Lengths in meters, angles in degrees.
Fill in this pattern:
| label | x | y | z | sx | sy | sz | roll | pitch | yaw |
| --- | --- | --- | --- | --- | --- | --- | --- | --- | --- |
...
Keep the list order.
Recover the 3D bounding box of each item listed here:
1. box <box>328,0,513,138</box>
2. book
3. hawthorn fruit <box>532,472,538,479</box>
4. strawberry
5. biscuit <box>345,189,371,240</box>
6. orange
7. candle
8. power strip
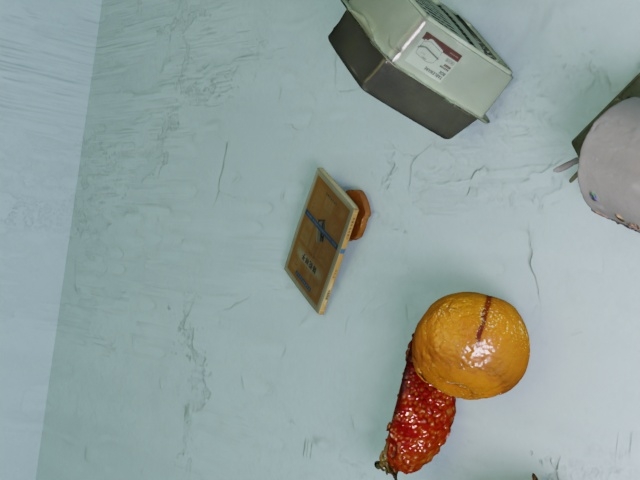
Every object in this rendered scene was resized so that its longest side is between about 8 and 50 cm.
| label | x | y | z | sx | sy | sz | roll | pitch | yaw |
| --- | --- | --- | --- | --- | --- | --- | --- | --- | --- |
| box | 0.166 | -0.309 | 2.074 | 0.166 | 0.290 | 0.220 | -47 | 45 | 19 |
| book | -0.001 | 0.000 | 2.440 | 0.170 | 0.018 | 0.241 | 51 | 130 | 48 |
| hawthorn fruit | 0.310 | 0.427 | 1.803 | 0.207 | 0.207 | 0.243 | -47 | 19 | 39 |
| strawberry | 0.172 | 0.289 | 2.094 | 0.175 | 0.107 | 0.236 | -64 | -10 | -82 |
| biscuit | 0.055 | -0.046 | 2.395 | 0.130 | 0.019 | 0.102 | -24 | 67 | 52 |
| orange | 0.238 | 0.162 | 1.948 | 0.193 | 0.193 | 0.161 | -18 | 53 | 52 |
| candle | 0.450 | -0.099 | 1.707 | 0.330 | 0.187 | 0.187 | 32 | 109 | 53 |
| power strip | 0.455 | -0.172 | 1.844 | 0.268 | 0.034 | 0.092 | -49 | 46 | 37 |
